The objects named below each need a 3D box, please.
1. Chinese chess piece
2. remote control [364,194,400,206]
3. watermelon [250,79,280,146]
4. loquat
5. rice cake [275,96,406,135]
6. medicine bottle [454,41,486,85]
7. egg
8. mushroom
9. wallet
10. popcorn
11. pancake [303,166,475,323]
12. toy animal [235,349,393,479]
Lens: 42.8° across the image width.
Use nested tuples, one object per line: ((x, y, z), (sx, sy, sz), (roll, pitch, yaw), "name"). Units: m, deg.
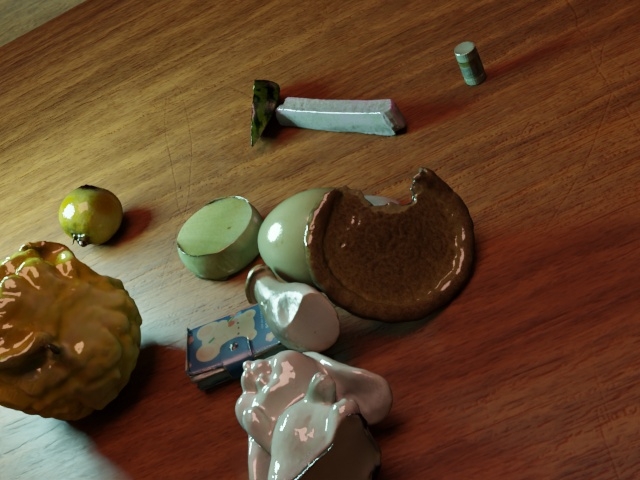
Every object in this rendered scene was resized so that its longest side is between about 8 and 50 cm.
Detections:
((-0.205, -0.005, 1.700), (0.188, 0.083, 0.188), (-18, 39, 15), "Chinese chess piece")
((0.054, -0.065, 1.612), (0.229, 0.044, 0.073), (5, 55, 37), "remote control")
((-0.142, -0.320, 1.976), (0.063, 0.119, 0.245), (12, 35, -12), "watermelon")
((-0.544, -0.059, 1.937), (0.163, 0.137, 0.163), (-5, 52, 6), "loquat")
((0.039, -0.281, 1.830), (0.365, 0.072, 0.056), (11, 58, 43), "rice cake")
((0.316, -0.373, 1.723), (0.047, 0.083, 0.047), (-18, 42, 17), "medicine bottle")
((0.000, 0.000, 1.468), (0.254, 0.188, 0.188), (-5, 47, 35), "egg")
((-0.052, 0.116, 1.390), (0.093, 0.116, 0.225), (1, 12, -29), "mushroom")
((-0.145, 0.184, 1.475), (0.202, 0.059, 0.141), (-21, 37, 8), "wallet")
((-0.520, 0.189, 1.559), (0.349, 0.349, 0.381), (-62, 9, -31), "popcorn")
((0.120, -0.001, 1.358), (0.286, 0.288, 0.033), (-64, 7, -13), "pancake")
((-0.009, 0.270, 1.215), (0.249, 0.174, 0.289), (-31, 39, 22), "toy animal")
